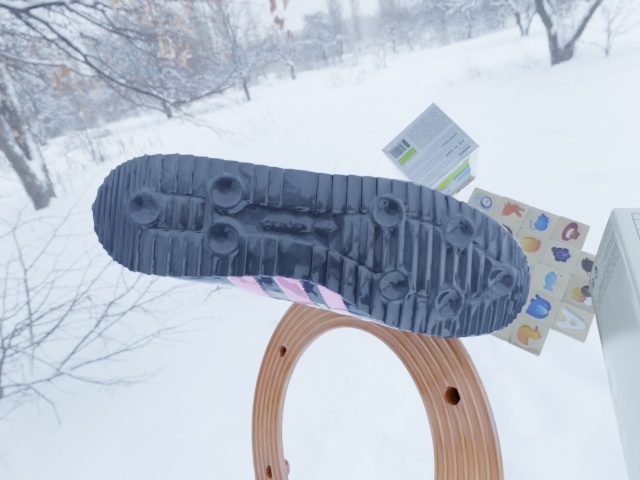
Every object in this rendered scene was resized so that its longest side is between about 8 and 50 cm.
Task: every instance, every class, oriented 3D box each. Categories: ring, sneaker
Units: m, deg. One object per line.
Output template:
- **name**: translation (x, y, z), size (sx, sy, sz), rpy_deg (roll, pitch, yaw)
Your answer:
- **ring**: translation (0.031, 0.198, 0.464), size (0.032, 0.336, 0.337), rpy_deg (11, 3, -39)
- **sneaker**: translation (0.000, 0.000, 0.381), size (0.319, 0.112, 0.131), rpy_deg (14, -3, -4)

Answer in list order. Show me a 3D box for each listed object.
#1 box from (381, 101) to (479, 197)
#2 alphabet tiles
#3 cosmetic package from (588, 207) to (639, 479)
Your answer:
- **box**: translation (0.195, -0.131, 0.805), size (0.114, 0.103, 0.203), rpy_deg (-42, -16, 8)
- **alphabet tiles**: translation (0.350, 0.044, 0.886), size (0.343, 0.011, 0.285), rpy_deg (24, 68, 21)
- **cosmetic package**: translation (0.316, 0.114, 0.342), size (0.160, 0.113, 0.309), rpy_deg (4, 44, 18)
